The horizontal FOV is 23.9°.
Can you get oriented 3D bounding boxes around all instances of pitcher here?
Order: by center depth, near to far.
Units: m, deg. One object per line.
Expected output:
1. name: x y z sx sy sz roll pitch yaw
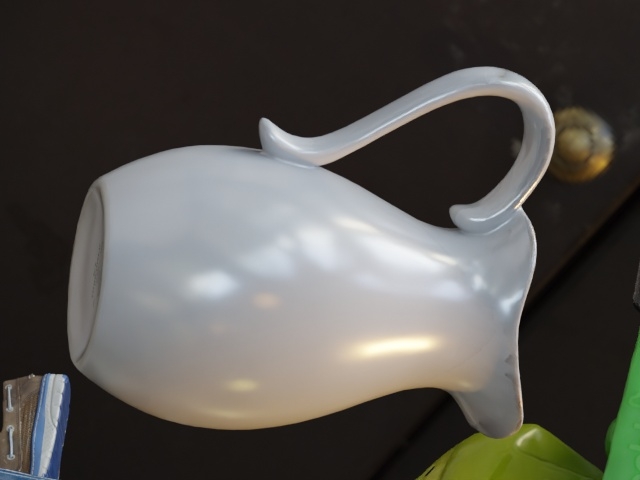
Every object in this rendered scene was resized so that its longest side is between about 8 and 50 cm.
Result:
1. pitcher: 0.000 0.000 0.681 0.125 0.207 0.177 -136 -126 -67

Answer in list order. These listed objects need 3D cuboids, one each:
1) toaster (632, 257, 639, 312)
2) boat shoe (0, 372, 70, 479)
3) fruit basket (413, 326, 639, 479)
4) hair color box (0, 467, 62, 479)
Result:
1. toaster: 0.348 0.031 1.193 0.185 0.168 0.110 -111 -154 -75
2. boat shoe: -0.260 0.196 1.298 0.066 0.066 0.183 91 2 -46
3. fruit basket: 0.175 0.188 0.940 0.392 0.392 0.283 -45 145 -13
4. hair color box: -0.201 0.329 0.909 0.174 0.105 0.347 117 -15 -65
